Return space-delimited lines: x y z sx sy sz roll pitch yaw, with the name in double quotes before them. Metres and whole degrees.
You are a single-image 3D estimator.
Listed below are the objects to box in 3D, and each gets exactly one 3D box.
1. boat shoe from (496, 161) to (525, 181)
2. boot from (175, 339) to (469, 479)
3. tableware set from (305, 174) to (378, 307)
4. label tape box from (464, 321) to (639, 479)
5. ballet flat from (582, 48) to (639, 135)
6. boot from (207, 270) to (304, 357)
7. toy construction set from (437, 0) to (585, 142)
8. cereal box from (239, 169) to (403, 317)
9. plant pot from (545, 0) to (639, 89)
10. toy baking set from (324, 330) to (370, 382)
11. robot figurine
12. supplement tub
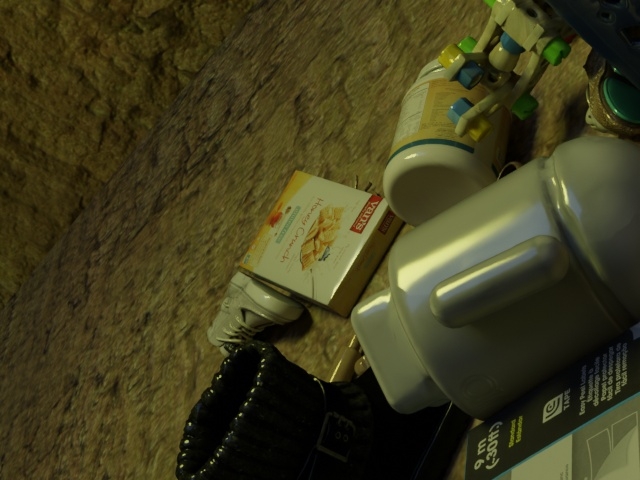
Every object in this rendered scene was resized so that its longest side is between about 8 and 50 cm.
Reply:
"boat shoe" 0.204 0.021 1.480 0.095 0.095 0.257 -36 28 43
"boot" 0.019 0.160 1.448 0.131 0.260 0.348 -24 38 55
"tableware set" 0.013 -0.002 2.023 0.194 0.039 0.128 -51 21 12
"label tape box" 0.190 0.252 1.152 0.334 0.106 0.240 -40 25 36
"ballet flat" 0.328 -0.159 1.530 0.067 0.073 0.206 -59 8 34
"boot" -0.103 0.125 2.045 0.123 0.095 0.258 -63 12 -2
"toy construction set" 0.273 -0.258 1.651 0.215 0.151 0.327 -58 -7 37
"cereal box" 0.000 0.000 1.959 0.240 0.047 0.173 19 76 54
"plant pot" 0.385 -0.310 1.395 0.212 0.236 0.236 -6 53 55
"toy baking set" 0.071 0.155 1.682 0.197 0.030 0.256 -14 46 57
"robot figurine" 0.205 0.036 1.260 0.353 0.199 0.300 -31 -10 23
"supplement tub" 0.164 -0.123 1.719 0.144 0.144 0.199 -36 28 43
